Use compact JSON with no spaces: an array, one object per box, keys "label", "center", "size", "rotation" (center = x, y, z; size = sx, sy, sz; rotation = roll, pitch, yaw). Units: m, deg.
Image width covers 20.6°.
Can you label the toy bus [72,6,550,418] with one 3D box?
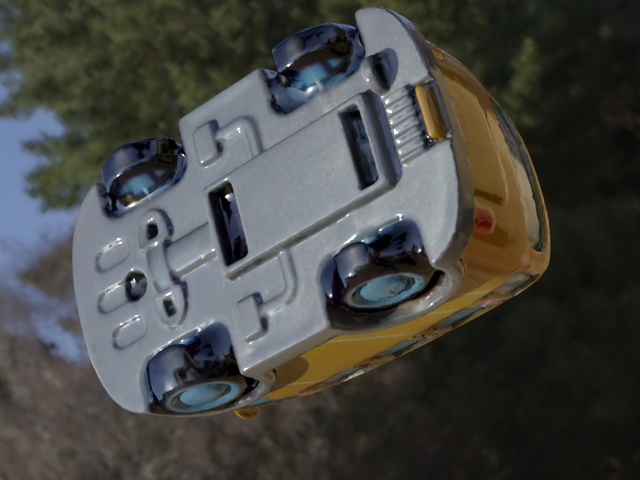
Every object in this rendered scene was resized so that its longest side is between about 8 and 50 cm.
[{"label":"toy bus","center":[0.000,0.000,0.790],"size":[0.209,0.126,0.136],"rotation":[-30,-26,29]}]
